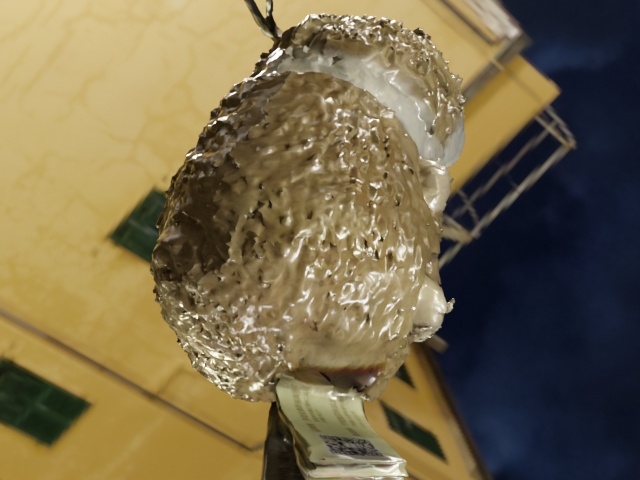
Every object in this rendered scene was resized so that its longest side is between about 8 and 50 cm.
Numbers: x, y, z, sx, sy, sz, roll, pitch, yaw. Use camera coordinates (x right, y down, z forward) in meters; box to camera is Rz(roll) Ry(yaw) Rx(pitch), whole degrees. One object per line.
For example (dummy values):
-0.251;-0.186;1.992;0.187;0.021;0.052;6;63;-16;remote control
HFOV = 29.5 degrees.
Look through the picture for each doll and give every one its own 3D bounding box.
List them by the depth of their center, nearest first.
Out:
-0.005;0.005;0.450;0.105;0.115;0.221;-37;-146;45;doll
